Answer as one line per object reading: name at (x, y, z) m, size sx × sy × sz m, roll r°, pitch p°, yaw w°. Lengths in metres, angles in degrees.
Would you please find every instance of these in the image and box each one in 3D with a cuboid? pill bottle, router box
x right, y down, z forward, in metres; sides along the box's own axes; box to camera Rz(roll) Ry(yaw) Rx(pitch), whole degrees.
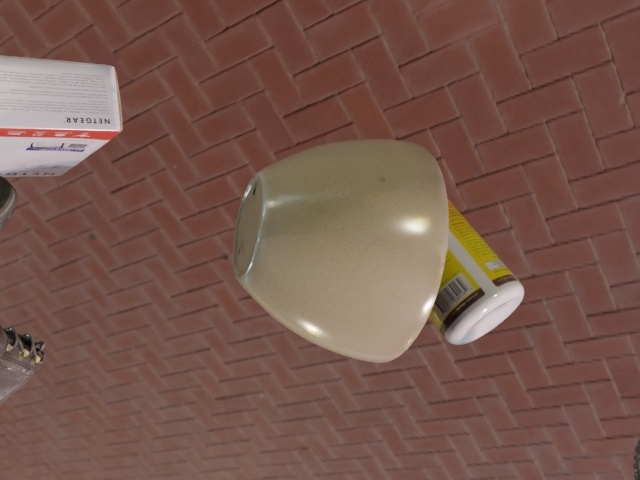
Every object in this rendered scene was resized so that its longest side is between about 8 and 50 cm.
pill bottle at (0.156, 0.022, 0.822) m, size 0.215 × 0.117 × 0.117 m, roll 55°, pitch 136°, yaw 27°
router box at (-0.453, -0.140, 0.756) m, size 0.301 × 0.335 × 0.082 m, roll -9°, pitch 87°, yaw 55°

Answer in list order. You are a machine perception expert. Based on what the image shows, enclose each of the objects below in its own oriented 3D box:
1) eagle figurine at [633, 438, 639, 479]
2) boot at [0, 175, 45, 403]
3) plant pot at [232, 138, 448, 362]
eagle figurine at (0.537, 0.302, 0.820) m, size 0.226 × 0.225 × 0.298 m, roll 26°, pitch 109°, yaw -44°
boot at (-0.349, 0.076, 0.611) m, size 0.091 × 0.263 × 0.229 m, roll 42°, pitch 171°, yaw 30°
plant pot at (0.000, 0.000, 0.772) m, size 0.191 × 0.284 × 0.284 m, roll 9°, pitch 134°, yaw -20°
